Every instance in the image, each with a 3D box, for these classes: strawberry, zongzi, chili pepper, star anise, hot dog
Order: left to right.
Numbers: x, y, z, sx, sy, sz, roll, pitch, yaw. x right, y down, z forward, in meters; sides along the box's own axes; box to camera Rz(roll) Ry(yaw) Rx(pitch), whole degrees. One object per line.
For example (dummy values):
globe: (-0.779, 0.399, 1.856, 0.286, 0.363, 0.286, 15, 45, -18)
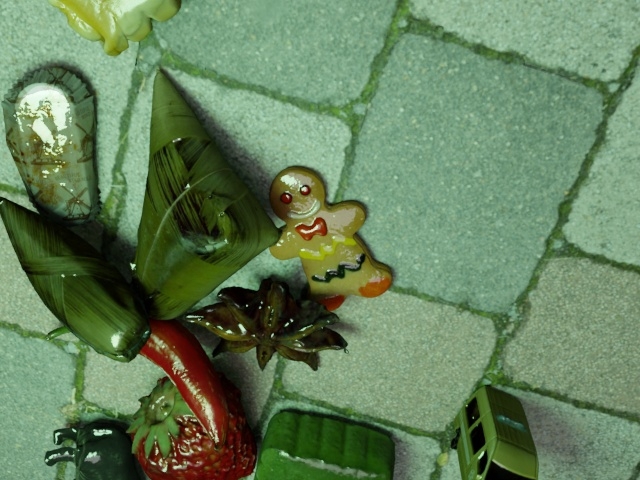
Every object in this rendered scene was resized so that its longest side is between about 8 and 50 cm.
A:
hot dog: (-0.390, -0.129, 1.100, 0.131, 0.069, 0.253, -3, 119, -4)
zongzi: (-0.352, 0.050, 1.064, 0.112, 0.221, 0.242, -44, 138, -22)
chili pepper: (-0.274, 0.178, 1.176, 0.368, 0.137, 0.092, 25, 161, 24)
zongzi: (-0.232, -0.056, 1.114, 0.274, 0.145, 0.300, -37, 81, 36)
strawberry: (-0.199, 0.338, 1.271, 0.205, 0.205, 0.244, -27, 133, 16)
star anise: (-0.080, 0.124, 1.192, 0.271, 0.103, 0.272, 6, 144, 5)

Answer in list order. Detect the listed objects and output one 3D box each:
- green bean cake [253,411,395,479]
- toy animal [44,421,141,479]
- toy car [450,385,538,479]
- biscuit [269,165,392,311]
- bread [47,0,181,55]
green bean cake: (0.009, 0.423, 1.311, 0.247, 0.125, 0.222, 11, 118, 2)
toy animal: (-0.384, 0.473, 1.378, 0.168, 0.106, 0.343, -16, 120, 4)
toy car: (0.280, 0.347, 1.177, 0.101, 0.257, 0.124, 24, 112, -6)
biscuit: (0.000, 0.000, 1.149, 0.165, 0.036, 0.250, -21, 113, 13)
bread: (-0.209, -0.377, 0.929, 0.311, 0.121, 0.173, -32, 113, 18)
